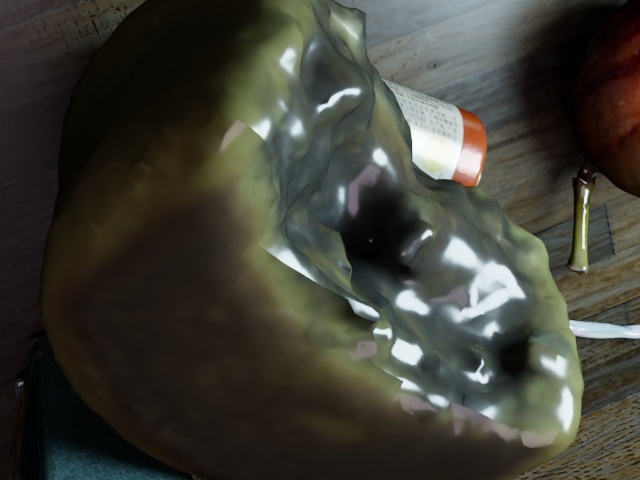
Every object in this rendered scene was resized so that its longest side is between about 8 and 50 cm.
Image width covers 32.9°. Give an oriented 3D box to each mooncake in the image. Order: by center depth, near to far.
[{"bbox_3d":[0.000,0.000,0.794,0.393,0.246,0.394,1,131,-3],"label":"mooncake"}]

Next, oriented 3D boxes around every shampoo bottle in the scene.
[{"bbox_3d":[0.002,-0.104,0.939,0.278,0.104,0.104,17,109,-22],"label":"shampoo bottle"}]

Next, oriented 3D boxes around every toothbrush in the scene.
[{"bbox_3d":[0.243,0.086,1.146,0.269,0.021,0.027,6,125,-18],"label":"toothbrush"}]

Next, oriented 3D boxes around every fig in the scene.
[{"bbox_3d":[0.304,-0.111,1.003,0.204,0.186,0.249,45,141,-9],"label":"fig"}]

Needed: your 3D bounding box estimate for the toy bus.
[{"bbox_3d":[-0.195,0.205,0.936,0.139,0.275,0.167,7,109,-19],"label":"toy bus"}]
